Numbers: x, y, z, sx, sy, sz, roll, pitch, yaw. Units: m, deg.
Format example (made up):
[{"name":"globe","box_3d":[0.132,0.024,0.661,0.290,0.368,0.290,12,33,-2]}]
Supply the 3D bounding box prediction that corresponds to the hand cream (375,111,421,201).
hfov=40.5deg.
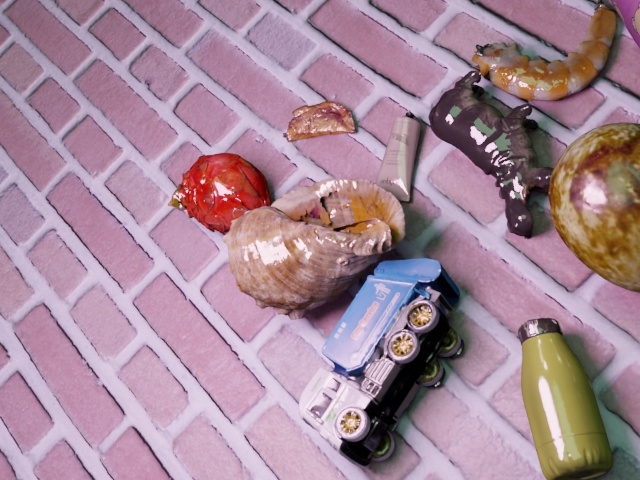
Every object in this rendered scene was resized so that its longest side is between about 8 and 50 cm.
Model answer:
[{"name":"hand cream","box_3d":[0.159,-0.168,1.735,0.087,0.054,0.186,7,76,31]}]

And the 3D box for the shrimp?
[{"name":"shrimp","box_3d":[0.457,-0.358,1.682,0.287,0.068,0.185,-28,60,7]}]

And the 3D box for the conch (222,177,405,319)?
[{"name":"conch","box_3d":[0.003,0.013,1.621,0.352,0.210,0.297,8,44,23]}]

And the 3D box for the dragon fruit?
[{"name":"dragon fruit","box_3d":[-0.196,-0.095,1.784,0.209,0.172,0.172,17,72,-1]}]

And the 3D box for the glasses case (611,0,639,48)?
[{"name":"glasses case","box_3d":[0.597,-0.462,1.637,0.076,0.123,0.316,-20,59,8]}]

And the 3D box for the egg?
[{"name":"egg","box_3d":[0.503,-0.052,1.415,0.238,0.238,0.289,-24,69,11]}]

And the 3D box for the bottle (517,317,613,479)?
[{"name":"bottle","box_3d":[0.382,0.250,1.395,0.112,0.112,0.260,-18,60,15]}]

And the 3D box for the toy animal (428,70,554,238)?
[{"name":"toy animal","box_3d":[0.342,-0.174,1.624,0.168,0.106,0.343,-34,61,4]}]

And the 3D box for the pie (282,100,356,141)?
[{"name":"pie","box_3d":[-0.003,-0.256,1.853,0.170,0.034,0.092,-7,67,21]}]

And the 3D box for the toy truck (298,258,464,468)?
[{"name":"toy truck","box_3d":[0.114,0.204,1.519,0.175,0.146,0.367,25,75,39]}]
